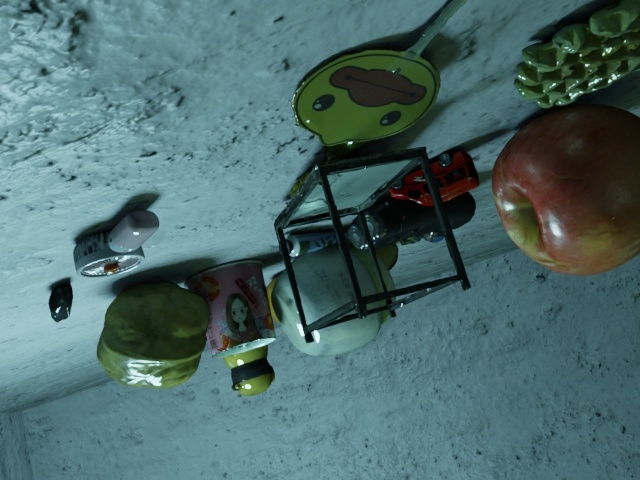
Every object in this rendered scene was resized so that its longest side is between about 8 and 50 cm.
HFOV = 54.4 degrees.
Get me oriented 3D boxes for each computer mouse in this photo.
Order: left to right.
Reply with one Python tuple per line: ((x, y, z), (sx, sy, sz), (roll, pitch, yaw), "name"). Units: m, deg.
((-0.609, 0.146, 1.447), (0.047, 0.079, 0.135), (7, 153, -28), "computer mouse")

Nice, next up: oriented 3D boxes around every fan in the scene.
((-0.379, 0.009, 1.175), (0.130, 0.074, 0.244), (-5, 161, -41), "fan")
((0.088, -0.225, 0.885), (0.230, 0.011, 0.335), (4, 151, -32), "fan")

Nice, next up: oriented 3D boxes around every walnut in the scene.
((-0.437, 0.247, 1.638), (0.277, 0.282, 0.253), (8, 170, -18), "walnut")

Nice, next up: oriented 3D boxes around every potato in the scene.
((0.102, 0.104, 2.128), (0.269, 0.112, 0.255), (-4, 163, -38), "potato")

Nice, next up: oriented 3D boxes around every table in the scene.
((0.079, 0.022, 1.207), (0.222, 0.272, 0.335), (-13, 168, -20), "table")

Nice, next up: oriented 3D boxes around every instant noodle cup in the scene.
((-0.248, 0.200, 1.791), (0.243, 0.231, 0.243), (-17, 166, -4), "instant noodle cup")

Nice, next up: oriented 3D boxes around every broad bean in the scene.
((0.059, -0.177, 1.051), (0.060, 0.043, 0.297), (-21, 170, -34), "broad bean")

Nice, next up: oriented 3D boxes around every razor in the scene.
((0.237, -0.059, 1.622), (0.327, 0.107, 0.189), (-12, 165, -29), "razor")

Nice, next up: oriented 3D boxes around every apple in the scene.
((0.555, -0.111, 1.308), (0.364, 0.364, 0.364), (-17, 167, -4), "apple")

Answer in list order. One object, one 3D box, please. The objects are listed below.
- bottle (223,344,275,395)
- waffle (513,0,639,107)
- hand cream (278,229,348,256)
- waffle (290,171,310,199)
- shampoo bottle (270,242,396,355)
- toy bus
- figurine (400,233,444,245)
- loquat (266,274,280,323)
((-0.268, 0.367, 2.181), (0.171, 0.351, 0.171), (-16, 168, -4), "bottle")
((0.470, -0.310, 1.011), (0.309, 0.056, 0.292), (-24, 165, 21), "waffle")
((0.000, 0.000, 1.690), (0.271, 0.058, 0.091), (-11, 172, -46), "hand cream")
((0.030, -0.118, 1.264), (0.191, 0.038, 0.191), (-16, 166, -4), "waffle")
((0.034, 0.171, 1.808), (0.317, 0.322, 0.322), (-23, 171, -31), "shampoo bottle")
((0.252, -0.128, 1.399), (0.195, 0.089, 0.081), (-24, 165, 27), "toy bus")
((0.323, -0.021, 1.973), (0.149, 0.087, 0.086), (-19, -156, 9), "figurine")
((-0.073, 0.197, 2.089), (0.238, 0.193, 0.238), (-2, 144, -1), "loquat")
